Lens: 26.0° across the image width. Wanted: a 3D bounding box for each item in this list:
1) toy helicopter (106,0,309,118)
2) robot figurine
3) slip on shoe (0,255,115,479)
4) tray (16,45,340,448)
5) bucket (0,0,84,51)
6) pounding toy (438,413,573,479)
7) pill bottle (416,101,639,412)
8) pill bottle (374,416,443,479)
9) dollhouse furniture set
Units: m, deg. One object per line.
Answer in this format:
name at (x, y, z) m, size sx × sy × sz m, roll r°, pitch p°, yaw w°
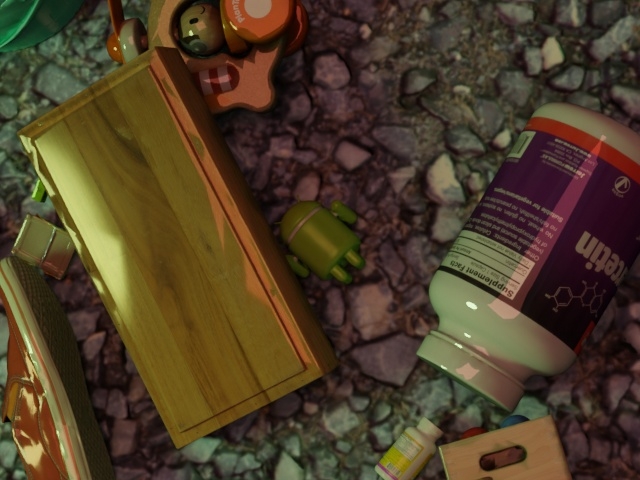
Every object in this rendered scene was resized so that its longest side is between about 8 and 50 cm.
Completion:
toy helicopter at (-0.169, -0.176, 1.652) m, size 0.235 × 0.140 × 0.355 m, roll 18°, pitch 91°, yaw 7°
robot figurine at (0.000, 0.000, 1.624) m, size 0.115 × 0.067 × 0.101 m, roll 42°, pitch 96°, yaw 13°
slip on shoe at (-0.330, 0.178, 1.617) m, size 0.101 × 0.123 × 0.331 m, roll -19°, pitch 82°, yaw 8°
tray at (-0.164, 0.008, 1.583) m, size 0.203 × 0.076 × 0.411 m, roll -29°, pitch 86°, yaw 17°
bucket at (-0.415, -0.369, 1.693) m, size 0.281 × 0.183 × 0.281 m, roll -2°, pitch 79°, yaw 8°
pounding toy at (0.171, 0.245, 1.483) m, size 0.181 × 0.206 × 0.094 m, roll -16°, pitch 78°, yaw 5°
pill bottle at (0.242, 0.021, 1.528) m, size 0.181 × 0.181 × 0.323 m, roll 31°, pitch 85°, yaw 12°
pill bottle at (0.103, 0.242, 1.577) m, size 0.043 × 0.043 × 0.083 m, roll 40°, pitch 87°, yaw 13°
dollhouse furniture set at (-0.315, -0.035, 1.698) m, size 0.076 × 0.058 × 0.152 m, roll 26°, pitch 103°, yaw 4°
